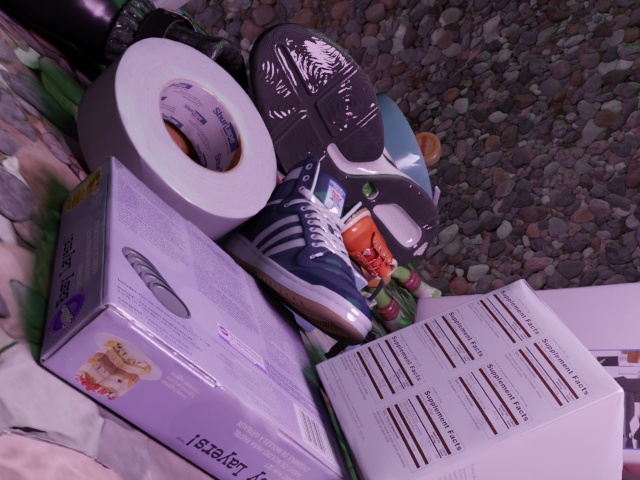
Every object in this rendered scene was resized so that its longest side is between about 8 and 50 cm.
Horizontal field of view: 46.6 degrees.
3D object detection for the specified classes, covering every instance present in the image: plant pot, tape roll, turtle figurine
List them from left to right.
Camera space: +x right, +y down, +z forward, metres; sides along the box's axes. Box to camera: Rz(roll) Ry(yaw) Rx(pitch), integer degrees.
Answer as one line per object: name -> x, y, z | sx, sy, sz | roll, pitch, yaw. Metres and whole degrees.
tape roll -> -0.149, -0.108, 0.811 | 0.219, 0.072, 0.219 | 32, 43, -34
plant pot -> 0.064, -0.130, 1.562 | 0.293, 0.235, 0.293 | 158, -90, -82
turtle figurine -> 0.147, 0.077, 1.426 | 0.266, 0.274, 0.198 | 48, 42, -35

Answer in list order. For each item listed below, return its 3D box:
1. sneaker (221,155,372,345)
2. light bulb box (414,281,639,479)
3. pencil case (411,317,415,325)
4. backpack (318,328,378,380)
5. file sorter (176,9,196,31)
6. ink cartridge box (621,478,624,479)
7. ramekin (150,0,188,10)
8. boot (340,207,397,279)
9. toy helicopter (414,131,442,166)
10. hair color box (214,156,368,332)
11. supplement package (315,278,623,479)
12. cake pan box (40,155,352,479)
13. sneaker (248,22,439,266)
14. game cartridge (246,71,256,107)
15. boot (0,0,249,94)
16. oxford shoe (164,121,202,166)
sneaker -> 0.000, 0.000, 0.794 | 0.099, 0.153, 0.282 | 45, -9, -29
light bulb box -> 0.355, 0.234, 1.038 | 0.358, 0.361, 0.225 | 40, 52, -47
pencil case -> 0.241, 0.235, 1.375 | 0.104, 0.104, 0.236 | 41, 26, -44
backpack -> 0.060, 0.173, 0.903 | 0.114, 0.084, 0.105 | 47, 8, 20
file sorter -> -0.329, -0.427, 1.480 | 0.118, 0.104, 0.170 | 48, 9, -7
ink cartridge box -> 0.299, 0.353, 0.705 | 0.130, 0.272, 0.309 | 50, 8, 7
ramekin -> -0.291, -0.453, 1.174 | 0.148, 0.303, 0.303 | 56, 8, -5
boot -> 0.063, 0.009, 0.985 | 0.085, 0.059, 0.158 | 57, 10, 16
toy helicopter -> 0.171, -0.104, 1.757 | 0.235, 0.355, 0.140 | 39, -2, 30
hair color box -> -0.060, -0.037, 1.119 | 0.185, 0.113, 0.374 | 46, 9, -21
supplement package -> 0.130, 0.178, 0.649 | 0.149, 0.203, 0.194 | -119, -170, -52
cake pan box -> -0.095, 0.077, 0.608 | 0.267, 0.070, 0.246 | 44, 12, -31
sneaker -> -0.003, -0.159, 1.157 | 0.447, 0.169, 0.257 | 52, -4, -38
game cartridge -> -0.176, -0.255, 1.290 | 0.297, 0.062, 0.198 | 22, -8, 26
boot -> -0.243, -0.267, 0.929 | 0.260, 0.131, 0.348 | 37, 4, 18
oxford shoe -> -0.139, -0.124, 0.946 | 0.076, 0.076, 0.212 | 6, 7, 36
